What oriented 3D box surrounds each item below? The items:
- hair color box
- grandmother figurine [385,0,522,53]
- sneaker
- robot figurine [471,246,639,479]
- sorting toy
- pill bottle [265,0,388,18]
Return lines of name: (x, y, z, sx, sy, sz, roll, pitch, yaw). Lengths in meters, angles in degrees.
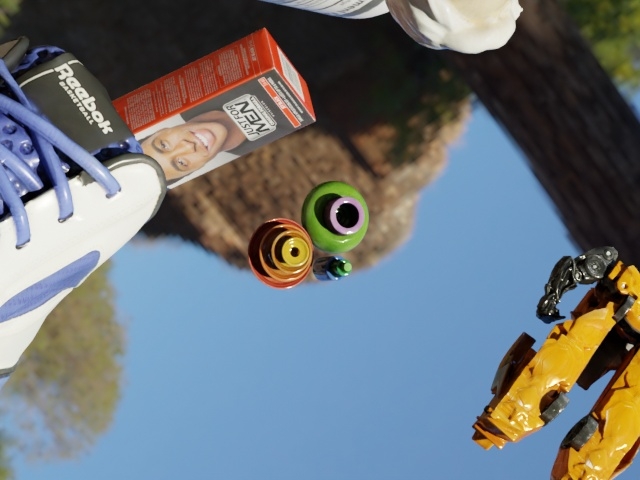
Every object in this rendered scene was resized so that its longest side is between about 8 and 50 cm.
hair color box: (-0.083, -0.089, 1.210, 0.141, 0.072, 0.043, -24, -128, 14)
grandmother figurine: (0.158, -0.220, 1.058, 0.342, 0.207, 0.104, -35, -125, 50)
sneaker: (-0.174, -0.012, 0.719, 0.182, 0.127, 0.315, -48, 169, 5)
robot figurine: (0.293, 0.142, 1.824, 0.291, 0.211, 0.085, -48, 180, -34)
sorting toy: (0.000, 0.000, 1.161, 0.102, 0.061, 0.042, -34, -169, -22)
pill bottle: (-0.016, -0.299, 1.407, 0.210, 0.363, 0.210, -11, -104, 53)
